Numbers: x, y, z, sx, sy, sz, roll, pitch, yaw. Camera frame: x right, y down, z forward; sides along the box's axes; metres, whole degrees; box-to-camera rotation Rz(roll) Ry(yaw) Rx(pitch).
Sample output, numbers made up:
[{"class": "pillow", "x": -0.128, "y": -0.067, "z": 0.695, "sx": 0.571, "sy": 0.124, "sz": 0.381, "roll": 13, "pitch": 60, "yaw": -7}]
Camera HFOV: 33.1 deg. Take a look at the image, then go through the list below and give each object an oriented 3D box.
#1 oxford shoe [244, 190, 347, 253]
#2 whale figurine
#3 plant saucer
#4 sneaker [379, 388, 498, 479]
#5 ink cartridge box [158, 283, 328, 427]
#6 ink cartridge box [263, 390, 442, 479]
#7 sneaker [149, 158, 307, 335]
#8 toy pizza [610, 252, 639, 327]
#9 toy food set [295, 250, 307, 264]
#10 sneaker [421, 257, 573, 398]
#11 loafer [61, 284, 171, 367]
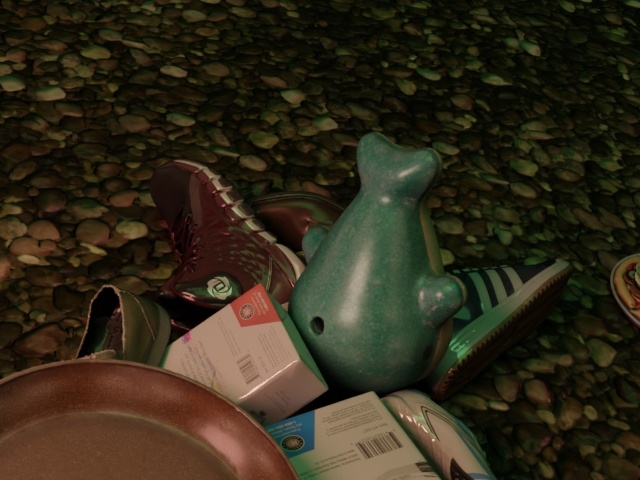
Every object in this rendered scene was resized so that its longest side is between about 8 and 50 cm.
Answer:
[{"class": "oxford shoe", "x": 0.000, "y": 0.000, "z": 1.323, "sx": 0.227, "sy": 0.083, "sz": 0.096, "roll": 11, "pitch": 42, "yaw": -2}, {"class": "whale figurine", "x": 0.049, "y": 0.030, "z": 1.116, "sx": 0.216, "sy": 0.272, "sz": 0.141, "roll": 24, "pitch": 24, "yaw": 38}, {"class": "plant saucer", "x": -0.158, "y": 0.221, "z": 0.842, "sx": 0.311, "sy": 0.050, "sz": 0.310, "roll": 14, "pitch": 38, "yaw": -11}, {"class": "sneaker", "x": 0.145, "y": 0.235, "z": 1.067, "sx": 0.086, "sy": 0.085, "sz": 0.237, "roll": -10, "pitch": 46, "yaw": -39}, {"class": "ink cartridge box", "x": -0.106, "y": 0.149, "z": 1.063, "sx": 0.198, "sy": 0.067, "sz": 0.115, "roll": -34, "pitch": 46, "yaw": 4}, {"class": "ink cartridge box", "x": 0.036, "y": 0.254, "z": 1.001, "sx": 0.148, "sy": 0.086, "sz": 0.203, "roll": -12, "pitch": 45, "yaw": -29}, {"class": "sneaker", "x": -0.148, "y": 0.014, "z": 1.242, "sx": 0.162, "sy": 0.106, "sz": 0.281, "roll": -26, "pitch": 53, "yaw": -37}, {"class": "toy pizza", "x": 0.482, "y": 0.074, "z": 1.418, "sx": 0.201, "sy": 0.032, "sz": 0.201, "roll": 8, "pitch": 37, "yaw": -7}, {"class": "toy food set", "x": 0.014, "y": 0.042, "z": 1.275, "sx": 0.122, "sy": 0.078, "sz": 0.019, "roll": -11, "pitch": 37, "yaw": 15}, {"class": "sneaker", "x": 0.175, "y": 0.063, "z": 1.282, "sx": 0.153, "sy": 0.099, "sz": 0.282, "roll": 37, "pitch": 45, "yaw": 25}, {"class": "loafer", "x": -0.217, "y": 0.146, "z": 1.015, "sx": 0.094, "sy": 0.087, "sz": 0.251, "roll": -15, "pitch": 43, "yaw": 26}]
